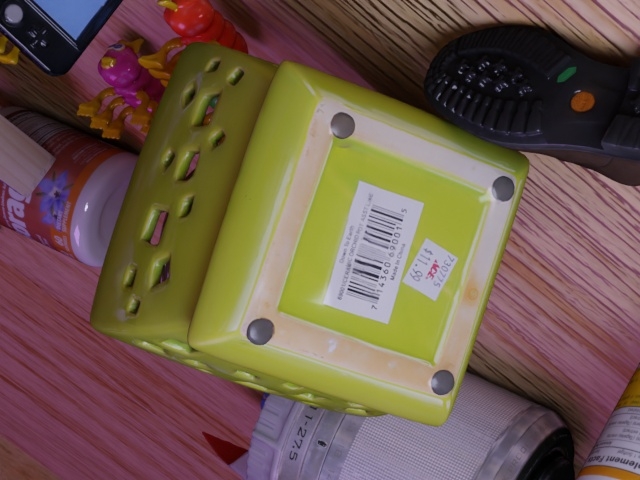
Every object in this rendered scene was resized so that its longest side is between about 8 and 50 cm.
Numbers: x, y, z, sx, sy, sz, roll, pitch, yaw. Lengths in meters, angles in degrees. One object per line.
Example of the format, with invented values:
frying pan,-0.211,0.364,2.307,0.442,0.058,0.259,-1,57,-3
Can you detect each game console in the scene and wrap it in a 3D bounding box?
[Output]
game console,-0.172,-0.206,1.162,0.124,0.144,0.085,44,158,-25

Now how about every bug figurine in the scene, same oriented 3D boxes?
bug figurine,-0.140,-0.147,1.352,0.279,0.072,0.216,12,157,34

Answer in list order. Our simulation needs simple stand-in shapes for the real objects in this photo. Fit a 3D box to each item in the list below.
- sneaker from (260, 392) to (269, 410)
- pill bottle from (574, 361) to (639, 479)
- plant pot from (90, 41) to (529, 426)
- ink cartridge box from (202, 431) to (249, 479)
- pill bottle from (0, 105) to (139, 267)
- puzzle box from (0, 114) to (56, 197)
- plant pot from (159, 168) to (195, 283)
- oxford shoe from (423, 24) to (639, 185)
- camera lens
sneaker,0.030,0.201,1.862,0.211,0.081,0.080,24,156,20
pill bottle,0.268,0.181,1.239,0.136,0.245,0.136,29,159,12
plant pot,0.000,0.000,1.142,0.227,0.228,0.207,20,176,-23
ink cartridge box,0.055,0.303,2.001,0.308,0.091,0.385,25,-179,-23
pill bottle,-0.284,-0.063,1.675,0.216,0.121,0.121,23,157,26
puzzle box,-0.461,-0.199,1.567,0.409,0.052,0.272,33,175,27
plant pot,-0.027,0.017,1.449,0.165,0.167,0.167,8,149,33
oxford shoe,0.164,-0.075,1.061,0.227,0.083,0.096,22,169,39
camera lens,0.094,0.226,1.627,0.274,0.219,0.219,24,157,25
